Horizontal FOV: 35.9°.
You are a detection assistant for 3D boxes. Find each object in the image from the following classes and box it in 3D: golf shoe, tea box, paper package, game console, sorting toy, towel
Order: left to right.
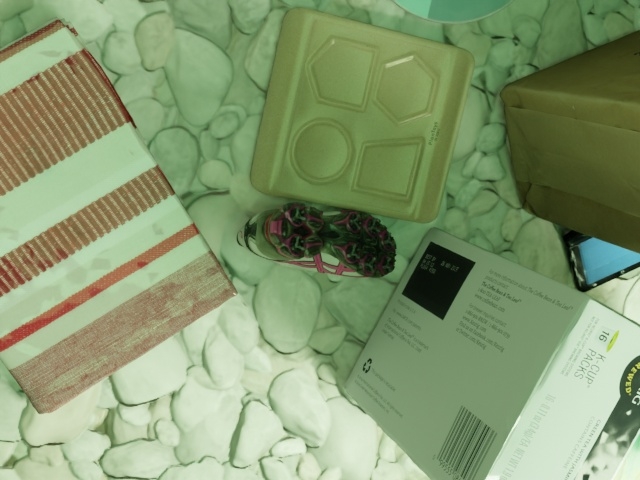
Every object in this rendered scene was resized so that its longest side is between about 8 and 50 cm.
[{"bbox_3d":[-0.262,-0.019,0.966,0.237,0.037,0.329,-32,107,-6],"label":"towel"},{"bbox_3d":[0.000,0.000,1.036,0.186,0.086,0.067,15,75,-39],"label":"golf shoe"},{"bbox_3d":[0.043,-0.128,1.038,0.208,0.038,0.193,11,98,-15],"label":"sorting toy"},{"bbox_3d":[0.251,0.174,1.008,0.323,0.329,0.220,27,92,-20],"label":"tea box"},{"bbox_3d":[0.353,-0.002,1.142,0.122,0.107,0.071,-23,79,-12],"label":"game console"},{"bbox_3d":[0.403,-0.124,1.002,0.325,0.309,0.168,-23,109,-13],"label":"paper package"}]

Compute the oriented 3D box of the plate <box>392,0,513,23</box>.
[{"bbox_3d":[0.136,-0.314,1.000,0.188,0.024,0.188,3,117,6],"label":"plate"}]
